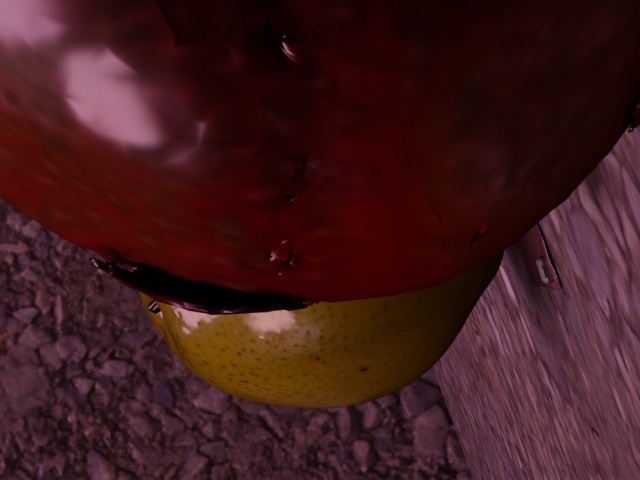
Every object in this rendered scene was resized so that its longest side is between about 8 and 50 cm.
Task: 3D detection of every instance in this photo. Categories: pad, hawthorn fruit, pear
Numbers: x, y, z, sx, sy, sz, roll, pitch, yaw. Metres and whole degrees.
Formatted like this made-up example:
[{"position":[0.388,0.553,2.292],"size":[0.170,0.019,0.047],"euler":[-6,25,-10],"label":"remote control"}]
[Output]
[{"position":[0.077,-0.064,0.961],"size":[0.113,0.006,0.188],"euler":[61,-171,-90],"label":"pad"},{"position":[0.006,-0.069,0.417],"size":[0.235,0.181,0.181],"euler":[41,-154,-64],"label":"hawthorn fruit"},{"position":[0.000,0.001,1.026],"size":[0.198,0.198,0.198],"euler":[160,90,-89],"label":"pear"}]
